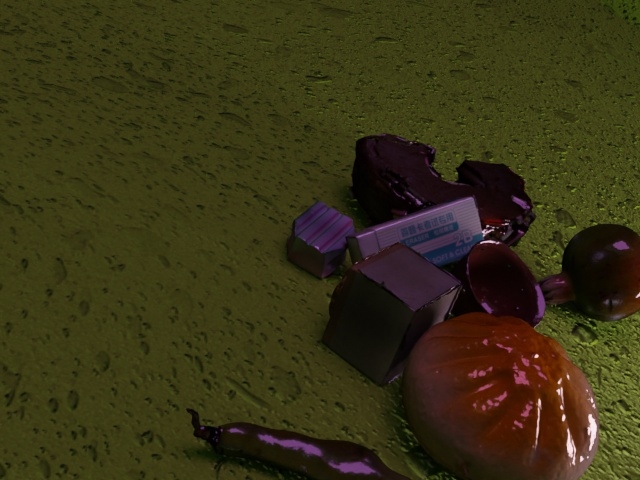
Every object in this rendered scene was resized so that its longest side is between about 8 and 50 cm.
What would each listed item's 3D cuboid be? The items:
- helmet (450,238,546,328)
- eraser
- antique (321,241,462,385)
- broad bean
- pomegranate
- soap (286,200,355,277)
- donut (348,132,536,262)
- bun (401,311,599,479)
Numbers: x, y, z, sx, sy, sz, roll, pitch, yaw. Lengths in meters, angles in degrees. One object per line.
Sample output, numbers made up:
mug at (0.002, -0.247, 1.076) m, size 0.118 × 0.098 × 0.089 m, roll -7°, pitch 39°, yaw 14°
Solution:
helmet at (0.273, 0.090, 2.017) m, size 0.175 × 0.106 × 0.155 m, roll 17°, pitch 58°, yaw -30°
eraser at (0.158, 0.003, 2.016) m, size 0.225 × 0.096 × 0.052 m, roll -19°, pitch 9°, yaw -22°
antique at (0.100, 0.102, 1.841) m, size 0.148 × 0.152 × 0.146 m, roll 35°, pitch 31°, yaw 23°
broad bean at (-0.024, 0.277, 1.571) m, size 0.325 × 0.067 × 0.075 m, roll 15°, pitch 1°, yaw -9°
pomegranate at (0.479, 0.062, 2.167) m, size 0.209 × 0.180 × 0.180 m, roll -13°, pitch 37°, yaw -3°
soap at (0.000, 0.000, 2.026) m, size 0.100 × 0.056 × 0.149 m, roll 28°, pitch 30°, yaw 12°
donut at (0.227, -0.060, 2.205) m, size 0.345 × 0.136 × 0.259 m, roll 7°, pitch 36°, yaw -24°
bun at (0.262, 0.210, 1.725) m, size 0.298 × 0.165 × 0.299 m, roll 15°, pitch 37°, yaw -11°
